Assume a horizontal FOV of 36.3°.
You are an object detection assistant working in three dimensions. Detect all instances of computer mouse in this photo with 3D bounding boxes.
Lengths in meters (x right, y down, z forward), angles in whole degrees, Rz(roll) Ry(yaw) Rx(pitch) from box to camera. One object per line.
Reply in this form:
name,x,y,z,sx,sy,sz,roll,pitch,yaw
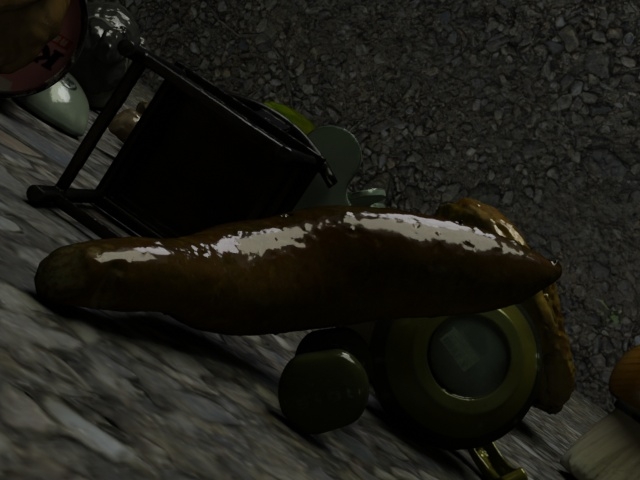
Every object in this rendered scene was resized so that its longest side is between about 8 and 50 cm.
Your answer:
computer mouse,-0.311,-0.176,1.109,0.089,0.056,0.181,37,1,-40

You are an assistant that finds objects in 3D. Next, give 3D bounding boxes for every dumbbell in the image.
dumbbell,0.005,0.081,0.585,0.118,0.052,0.046,-29,106,-86

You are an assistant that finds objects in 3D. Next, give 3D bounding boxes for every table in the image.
table,-0.017,-0.017,0.969,0.166,0.167,0.198,35,-4,8

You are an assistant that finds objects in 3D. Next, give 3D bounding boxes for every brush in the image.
brush,0.380,0.227,1.084,0.174,0.166,0.266,34,3,20

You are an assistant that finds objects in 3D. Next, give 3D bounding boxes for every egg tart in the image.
egg tart,0.199,0.089,1.212,0.294,0.123,0.294,158,-90,-82

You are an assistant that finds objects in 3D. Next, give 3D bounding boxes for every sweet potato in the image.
sweet potato,-0.012,0.015,0.589,0.346,0.079,0.108,-1,-9,-34

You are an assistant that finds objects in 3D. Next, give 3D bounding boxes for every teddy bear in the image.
teddy bear,-0.364,-0.279,1.500,0.171,0.144,0.251,0,23,0

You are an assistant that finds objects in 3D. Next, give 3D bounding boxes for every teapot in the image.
teapot,0.106,0.108,0.739,0.119,0.130,0.166,111,-44,-79

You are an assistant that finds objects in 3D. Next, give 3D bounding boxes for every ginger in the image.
ginger,-0.181,-0.116,1.267,0.166,0.080,0.333,39,0,-10

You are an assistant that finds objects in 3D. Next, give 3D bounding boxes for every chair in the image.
chair,-0.090,-0.051,0.754,0.154,0.141,0.260,35,5,4

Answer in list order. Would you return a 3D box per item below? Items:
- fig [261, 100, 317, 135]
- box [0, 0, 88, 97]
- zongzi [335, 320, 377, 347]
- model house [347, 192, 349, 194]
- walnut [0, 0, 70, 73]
fig,-0.077,-0.109,1.341,0.167,0.167,0.233,38,-4,43
box,-0.309,-0.214,0.961,0.151,0.151,0.135,33,-4,-17
zongzi,0.085,0.103,0.888,0.160,0.078,0.176,41,-4,3
model house,0.007,-0.005,1.202,0.229,0.122,0.188,32,6,42
walnut,-0.298,-0.234,0.740,0.257,0.257,0.225,36,-32,30
